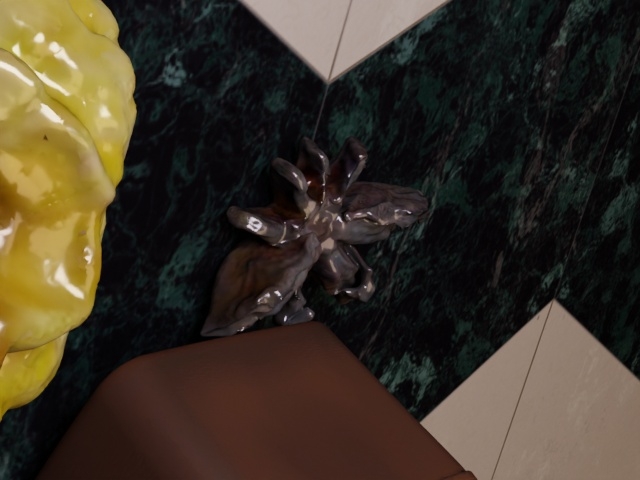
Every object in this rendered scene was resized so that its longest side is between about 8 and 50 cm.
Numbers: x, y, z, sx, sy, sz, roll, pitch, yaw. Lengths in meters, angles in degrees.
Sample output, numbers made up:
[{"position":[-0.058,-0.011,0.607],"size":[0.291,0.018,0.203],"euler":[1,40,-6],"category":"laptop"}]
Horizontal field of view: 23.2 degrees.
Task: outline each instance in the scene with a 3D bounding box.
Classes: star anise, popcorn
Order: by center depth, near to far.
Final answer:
[{"position":[-0.290,-0.041,0.909],"size":[0.382,0.349,0.349],"euler":[17,100,-28],"category":"popcorn"},{"position":[0.004,-0.001,1.513],"size":[0.258,0.111,0.198],"euler":[0,114,-49],"category":"star anise"}]

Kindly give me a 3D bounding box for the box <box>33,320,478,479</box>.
[{"position":[-0.067,0.237,1.423],"size":[0.339,0.229,0.239],"euler":[-8,141,-54],"category":"box"}]
